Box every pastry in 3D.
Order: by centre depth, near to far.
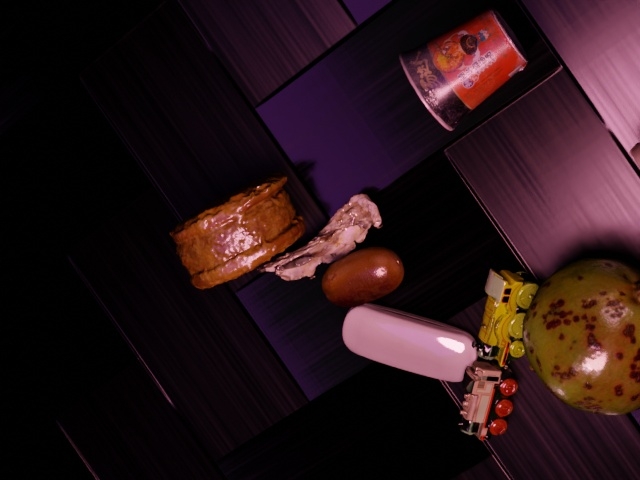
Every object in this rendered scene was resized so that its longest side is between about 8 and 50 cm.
[{"bbox_3d":[-0.112,-0.014,1.884,0.189,0.189,0.103,-25,98,24],"label":"pastry"}]

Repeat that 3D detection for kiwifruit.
[{"bbox_3d":[0.060,0.050,1.896,0.124,0.075,0.075,-23,96,29],"label":"kiwifruit"}]

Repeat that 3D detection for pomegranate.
[{"bbox_3d":[0.355,0.139,1.753,0.211,0.211,0.263,37,139,7],"label":"pomegranate"}]

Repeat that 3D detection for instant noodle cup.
[{"bbox_3d":[0.190,-0.228,1.750,0.136,0.127,0.127,-33,92,17],"label":"instant noodle cup"}]

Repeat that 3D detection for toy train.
[{"bbox_3d":[0.242,0.160,1.856,0.085,0.053,0.249,3,110,-21],"label":"toy train"}]

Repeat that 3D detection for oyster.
[{"bbox_3d":[0.000,0.004,1.916,0.200,0.106,0.061,-24,70,9],"label":"oyster"}]

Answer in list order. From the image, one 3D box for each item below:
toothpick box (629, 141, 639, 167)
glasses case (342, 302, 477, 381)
[{"bbox_3d":[0.484,-0.133,1.666,0.111,0.111,0.180,46,114,3],"label":"toothpick box"},{"bbox_3d":[0.126,0.143,1.909,0.197,0.049,0.076,15,110,15],"label":"glasses case"}]
